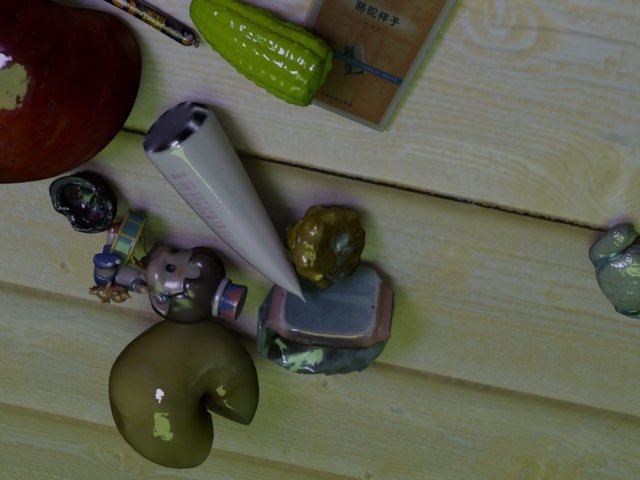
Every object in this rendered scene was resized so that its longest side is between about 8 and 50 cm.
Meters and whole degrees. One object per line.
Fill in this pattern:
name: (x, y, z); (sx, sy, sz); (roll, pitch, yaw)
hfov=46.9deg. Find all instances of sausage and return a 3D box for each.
sausage: (-0.254, -0.316, 1.002); (0.198, 0.025, 0.028); (28, 93, -14)

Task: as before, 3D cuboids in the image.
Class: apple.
apple: (-0.459, -0.236, 1.038); (0.364, 0.295, 0.329); (-27, 93, 32)
apple: (-0.269, 0.292, 1.444); (0.254, 0.292, 0.292); (10, 145, 47)

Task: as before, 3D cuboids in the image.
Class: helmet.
helmet: (-0.394, -0.074, 1.250); (0.098, 0.070, 0.123); (-16, 122, 19)

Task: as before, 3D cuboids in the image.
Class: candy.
candy: (-0.083, -0.259, 0.970); (0.209, 0.097, 0.097); (32, 135, 4)

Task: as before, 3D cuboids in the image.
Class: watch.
watch: (0.004, 0.165, 1.352); (0.253, 0.162, 0.241); (7, 143, 7)

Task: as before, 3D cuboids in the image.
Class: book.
book: (0.057, -0.264, 0.991); (0.170, 0.018, 0.242); (21, 136, -8)

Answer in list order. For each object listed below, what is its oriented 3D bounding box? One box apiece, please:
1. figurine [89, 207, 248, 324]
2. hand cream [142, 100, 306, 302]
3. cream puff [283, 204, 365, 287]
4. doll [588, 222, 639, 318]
figurine: (-0.261, 0.060, 1.302); (0.275, 0.161, 0.158); (24, 120, -18)
hand cream: (-0.140, -0.052, 1.173); (0.185, 0.118, 0.359); (32, 159, 51)
cream puff: (0.000, 0.000, 1.206); (0.116, 0.146, 0.146); (26, 154, 48)
doll: (0.496, 0.060, 1.179); (0.103, 0.072, 0.214); (-21, 123, 29)
